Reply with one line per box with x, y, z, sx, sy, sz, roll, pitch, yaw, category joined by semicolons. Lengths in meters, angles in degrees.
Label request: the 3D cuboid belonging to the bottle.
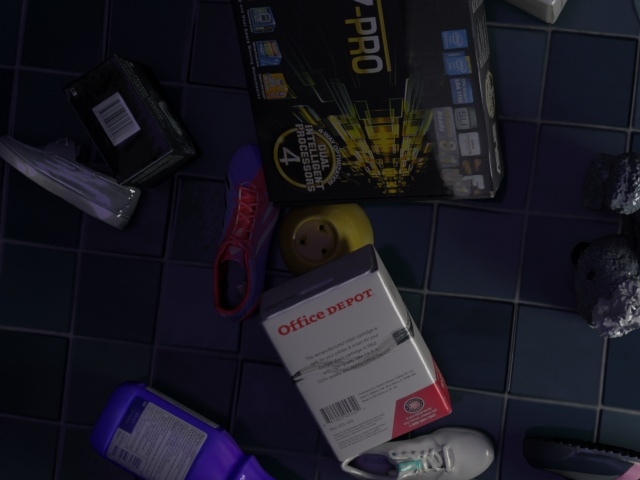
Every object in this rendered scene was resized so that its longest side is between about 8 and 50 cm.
-0.176;0.304;2.003;0.282;0.092;0.118;28;95;8;bottle

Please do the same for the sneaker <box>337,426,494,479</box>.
0.128;0.300;1.952;0.212;0.094;0.080;-7;88;9;sneaker

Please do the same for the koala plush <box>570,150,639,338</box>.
0.407;0.025;1.863;0.203;0.196;0.221;29;91;-2;koala plush

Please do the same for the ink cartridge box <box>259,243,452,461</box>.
0.046;0.148;1.920;0.172;0.100;0.237;-25;111;8;ink cartridge box

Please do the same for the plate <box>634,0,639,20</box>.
0.512;-0.335;1.924;0.188;0.024;0.188;0;91;10;plate

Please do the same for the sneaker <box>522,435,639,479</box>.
0.412;0.343;1.897;0.319;0.112;0.131;14;89;10;sneaker

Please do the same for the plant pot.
0.000;0.000;1.972;0.134;0.095;0.134;0;90;10;plant pot

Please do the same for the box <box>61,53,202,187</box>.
-0.255;-0.161;1.981;0.093;0.158;0.156;-32;86;9;box

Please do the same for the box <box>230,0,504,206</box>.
0.057;-0.243;1.870;0.318;0.097;0.395;-2;113;17;box

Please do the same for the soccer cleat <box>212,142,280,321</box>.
-0.106;-0.011;1.990;0.083;0.095;0.248;8;92;9;soccer cleat

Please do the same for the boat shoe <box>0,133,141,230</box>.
-0.357;-0.100;2.047;0.227;0.079;0.081;30;86;3;boat shoe

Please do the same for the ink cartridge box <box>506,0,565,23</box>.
0.274;-0.530;1.890;0.285;0.166;0.395;29;94;8;ink cartridge box
